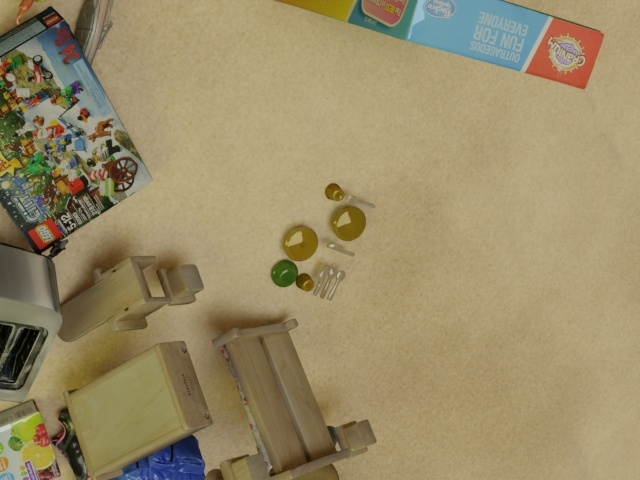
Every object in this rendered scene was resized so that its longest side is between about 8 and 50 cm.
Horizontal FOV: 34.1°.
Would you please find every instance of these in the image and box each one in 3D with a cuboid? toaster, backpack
[{"bbox_3d":[-0.378,0.082,1.127,0.168,0.110,0.186,14,120,-33],"label":"toaster"},{"bbox_3d":[-0.213,0.296,1.335,0.120,0.098,0.101,7,107,-21],"label":"backpack"}]

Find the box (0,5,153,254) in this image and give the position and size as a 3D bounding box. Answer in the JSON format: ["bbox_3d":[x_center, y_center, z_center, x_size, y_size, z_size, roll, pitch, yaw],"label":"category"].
[{"bbox_3d":[-0.299,-0.113,1.130,0.159,0.044,0.233,-36,135,-13],"label":"box"}]

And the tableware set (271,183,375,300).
[{"bbox_3d":[0.000,0.000,1.382,0.104,0.024,0.154,19,100,-29],"label":"tableware set"}]

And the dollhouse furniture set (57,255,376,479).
[{"bbox_3d":[-0.134,0.181,1.337,0.174,0.303,0.355,-30,165,30],"label":"dollhouse furniture set"}]

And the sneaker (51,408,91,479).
[{"bbox_3d":[-0.307,0.260,1.307,0.057,0.047,0.119,2,108,-6],"label":"sneaker"}]

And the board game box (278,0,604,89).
[{"bbox_3d":[0.119,-0.254,1.171,0.242,0.316,0.064,9,104,-30],"label":"board game box"}]

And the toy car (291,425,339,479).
[{"bbox_3d":[-0.011,0.354,1.450,0.155,0.149,0.188,-10,102,-14],"label":"toy car"}]

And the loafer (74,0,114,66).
[{"bbox_3d":[-0.239,-0.249,1.143,0.039,0.045,0.125,5,103,-37],"label":"loafer"}]

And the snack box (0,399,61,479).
[{"bbox_3d":[-0.396,0.266,1.258,0.141,0.037,0.100,-20,116,-20],"label":"snack box"}]

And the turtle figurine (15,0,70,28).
[{"bbox_3d":[-0.338,-0.318,1.034,0.269,0.087,0.217,13,118,-44],"label":"turtle figurine"}]
